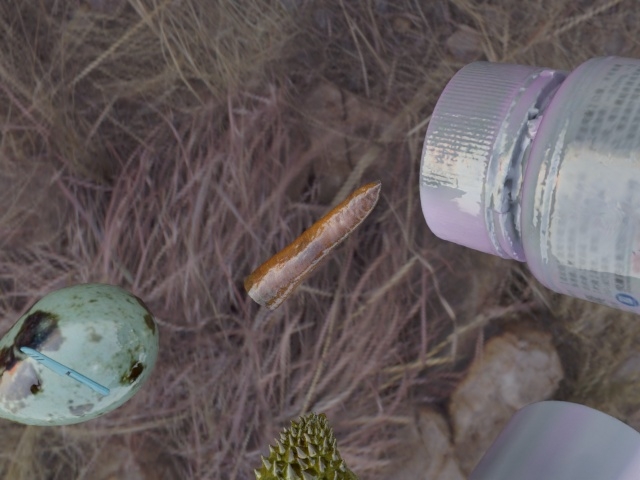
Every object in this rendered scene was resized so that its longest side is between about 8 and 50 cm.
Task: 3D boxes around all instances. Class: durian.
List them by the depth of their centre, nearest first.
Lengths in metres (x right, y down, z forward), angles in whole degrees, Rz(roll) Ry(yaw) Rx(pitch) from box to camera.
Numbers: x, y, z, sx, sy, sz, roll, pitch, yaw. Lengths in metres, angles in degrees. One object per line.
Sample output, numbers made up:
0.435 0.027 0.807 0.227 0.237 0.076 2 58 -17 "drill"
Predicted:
0.006 0.394 1.220 0.172 0.166 0.306 -30 85 10 "durian"

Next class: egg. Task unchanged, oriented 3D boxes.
-0.316 0.149 1.162 0.231 0.169 0.169 -29 128 -8 "egg"

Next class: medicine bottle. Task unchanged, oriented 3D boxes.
0.275 -0.062 0.914 0.241 0.301 0.241 -29 127 -47 "medicine bottle"

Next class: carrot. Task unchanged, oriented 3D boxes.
0.000 0.000 1.135 0.057 0.057 0.224 33 116 -33 "carrot"

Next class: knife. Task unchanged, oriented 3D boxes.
-0.223 0.115 0.802 0.014 0.005 0.091 -28 129 34 "knife"

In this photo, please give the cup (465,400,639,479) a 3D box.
0.243 0.384 1.051 0.371 0.253 0.253 -40 137 -36 "cup"
